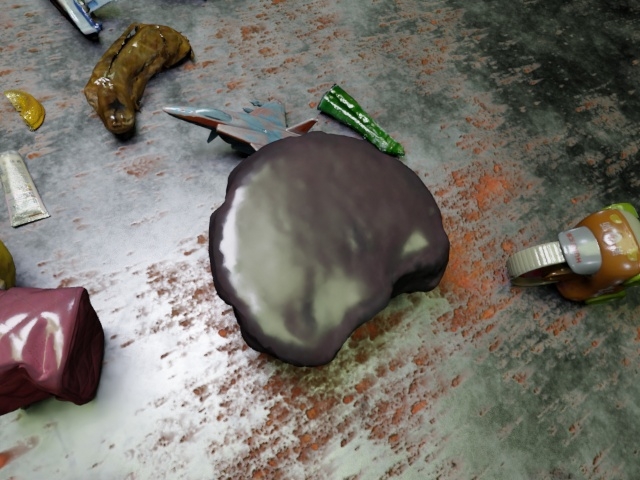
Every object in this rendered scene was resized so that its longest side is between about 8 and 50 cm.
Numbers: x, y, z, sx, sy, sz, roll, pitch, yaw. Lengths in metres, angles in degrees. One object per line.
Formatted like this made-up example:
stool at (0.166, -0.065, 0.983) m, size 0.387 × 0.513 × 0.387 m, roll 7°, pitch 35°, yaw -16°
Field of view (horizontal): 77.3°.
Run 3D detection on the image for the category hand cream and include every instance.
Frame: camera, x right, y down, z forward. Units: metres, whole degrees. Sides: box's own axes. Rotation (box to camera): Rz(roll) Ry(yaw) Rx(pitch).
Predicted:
hand cream at (-0.541, -0.096, 0.721) m, size 0.061 × 0.039 × 0.143 m, roll -20°, pitch 80°, yaw -26°

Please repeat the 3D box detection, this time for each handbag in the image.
handbag at (-0.377, 0.147, 0.532) m, size 0.135 × 0.225 × 0.146 m, roll 2°, pitch 63°, yaw -19°

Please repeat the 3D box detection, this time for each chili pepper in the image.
chili pepper at (0.103, -0.263, 0.910) m, size 0.227 × 0.059 × 0.088 m, roll 39°, pitch 60°, yaw 5°

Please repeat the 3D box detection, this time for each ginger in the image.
ginger at (-0.385, -0.349, 0.829) m, size 0.133 × 0.107 × 0.309 m, roll 36°, pitch 61°, yaw -20°

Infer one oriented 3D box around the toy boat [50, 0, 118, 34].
toy boat at (-0.536, -0.553, 0.880) m, size 0.115 × 0.114 × 0.262 m, roll -42°, pitch 75°, yaw -12°

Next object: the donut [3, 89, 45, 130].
donut at (-0.582, -0.259, 0.782) m, size 0.067 × 0.038 × 0.083 m, roll -1°, pitch 64°, yaw -15°

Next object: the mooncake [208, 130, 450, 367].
mooncake at (0.000, 0.000, 0.674) m, size 0.381 × 0.212 × 0.350 m, roll -16°, pitch 84°, yaw -21°

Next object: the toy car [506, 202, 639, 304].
toy car at (0.479, 0.040, 0.767) m, size 0.235 × 0.235 × 0.145 m, roll -1°, pitch 65°, yaw -12°

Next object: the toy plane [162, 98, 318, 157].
toy plane at (-0.144, -0.210, 0.796) m, size 0.326 × 0.104 × 0.222 m, roll 3°, pitch 64°, yaw -27°

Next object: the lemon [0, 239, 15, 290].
lemon at (-0.537, 0.065, 0.527) m, size 0.219 × 0.240 × 0.240 m, roll 4°, pitch 65°, yaw 1°
